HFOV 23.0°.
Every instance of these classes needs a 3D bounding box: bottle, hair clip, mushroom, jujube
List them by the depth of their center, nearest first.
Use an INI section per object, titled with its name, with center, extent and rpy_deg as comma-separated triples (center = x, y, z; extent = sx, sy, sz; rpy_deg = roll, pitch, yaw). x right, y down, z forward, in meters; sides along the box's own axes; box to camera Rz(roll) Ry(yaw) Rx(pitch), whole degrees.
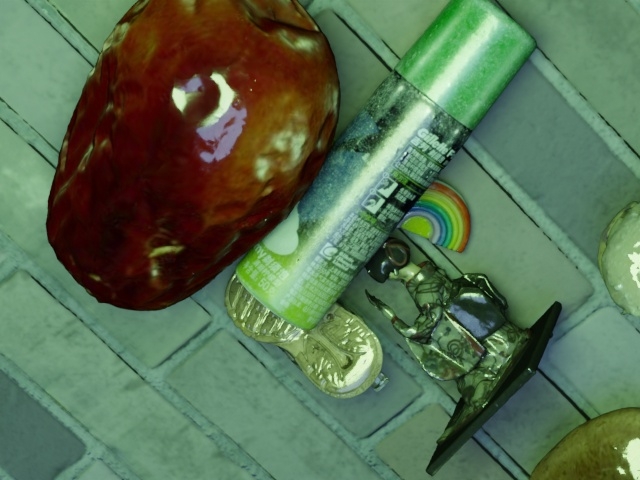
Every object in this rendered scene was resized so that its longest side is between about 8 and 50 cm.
[jujube]
center = -0.116, -0.083, 1.372
extent = 0.223, 0.223, 0.318
rpy_deg = 31, 119, -11
[bottle]
center = 0.059, -0.072, 1.403
extent = 0.093, 0.093, 0.330
rpy_deg = 37, 99, -13
[hair clip]
center = 0.064, -0.049, 1.474
extent = 0.188, 0.033, 0.060
rpy_deg = 27, 109, -9
[mushroom]
center = 0.326, 0.300, 1.551
extent = 0.278, 0.146, 0.278
rpy_deg = 8, 110, 22

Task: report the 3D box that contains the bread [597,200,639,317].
[bread]
center = 0.416, -0.028, 1.413
extent = 0.337, 0.102, 0.183
rpy_deg = -6, 81, 6

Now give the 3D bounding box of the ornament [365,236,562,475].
[ornament]
center = 0.099, 0.074, 1.479
extent = 0.196, 0.166, 0.153
rpy_deg = 42, 117, -1

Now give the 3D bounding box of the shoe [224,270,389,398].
[shoe]
center = -0.005, 0.083, 1.507
extent = 0.180, 0.092, 0.089
rpy_deg = 37, 91, 22
